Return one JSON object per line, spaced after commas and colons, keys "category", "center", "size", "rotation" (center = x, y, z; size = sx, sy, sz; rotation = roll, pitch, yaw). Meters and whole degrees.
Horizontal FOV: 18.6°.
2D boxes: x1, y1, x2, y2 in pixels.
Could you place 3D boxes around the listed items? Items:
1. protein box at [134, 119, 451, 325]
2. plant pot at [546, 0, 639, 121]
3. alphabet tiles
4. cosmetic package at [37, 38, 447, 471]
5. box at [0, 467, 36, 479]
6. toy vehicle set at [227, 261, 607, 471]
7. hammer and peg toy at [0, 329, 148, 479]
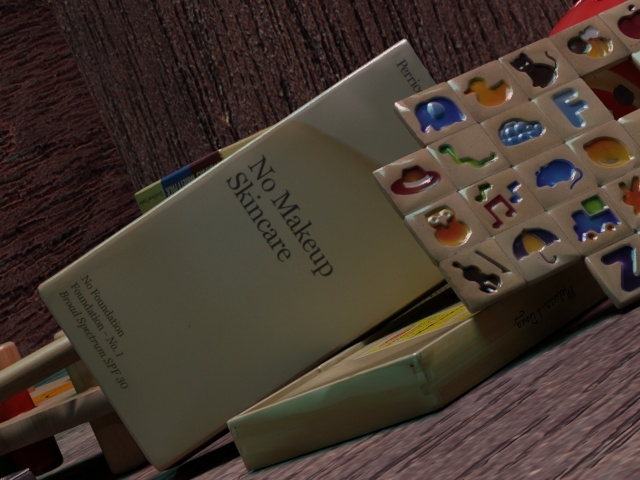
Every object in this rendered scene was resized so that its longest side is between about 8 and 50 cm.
{"category": "protein box", "center": [0.000, 0.000, 1.563], "size": [0.201, 0.199, 0.136], "rotation": [-27, 3, -37]}
{"category": "plant pot", "center": [0.232, -0.089, 1.381], "size": [0.191, 0.191, 0.174], "rotation": [-23, 11, 38]}
{"category": "alphabet tiles", "center": [0.163, -0.046, 1.219], "size": [0.237, 0.198, 0.009], "rotation": [-25, -31, -17]}
{"category": "cosmetic package", "center": [-0.024, 0.013, 1.378], "size": [0.309, 0.160, 0.113], "rotation": [-35, -5, 1]}
{"category": "box", "center": [-0.314, 0.237, 1.301], "size": [0.231, 0.056, 0.183], "rotation": [-24, 2, 35]}
{"category": "toy vehicle set", "center": [0.082, 0.064, 1.264], "size": [0.166, 0.035, 0.267], "rotation": [-23, 3, 42]}
{"category": "hammer and peg toy", "center": [-0.230, 0.147, 1.600], "size": [0.266, 0.127, 0.361], "rotation": [-22, 3, 20]}
